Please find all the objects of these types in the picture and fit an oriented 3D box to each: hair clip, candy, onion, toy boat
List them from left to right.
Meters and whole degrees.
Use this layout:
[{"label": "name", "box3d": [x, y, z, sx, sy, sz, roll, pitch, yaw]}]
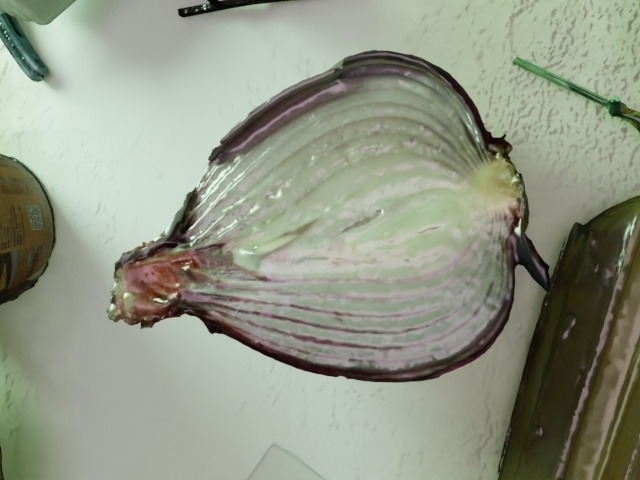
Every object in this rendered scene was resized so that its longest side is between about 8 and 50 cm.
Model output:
[{"label": "hair clip", "box3d": [-0.346, -0.296, 0.711, 0.083, 0.048, 0.275, -15, 95, 8]}, {"label": "onion", "box3d": [0.000, 0.000, 0.601, 0.348, 0.159, 0.267, -12, 79, 9]}, {"label": "candy", "box3d": [0.264, -0.120, 0.608, 0.201, 0.060, 0.060, 30, 98, 15]}, {"label": "toy boat", "box3d": [0.257, 0.155, 0.580, 0.162, 0.136, 0.446, 14, 95, 4]}]

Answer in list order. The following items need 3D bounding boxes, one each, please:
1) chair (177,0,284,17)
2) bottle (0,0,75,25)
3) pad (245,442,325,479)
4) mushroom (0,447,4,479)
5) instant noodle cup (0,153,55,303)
[{"label": "chair", "box3d": [-0.050, -0.268, 0.624, 0.212, 0.101, 0.084, -4, 93, 11]}, {"label": "bottle", "box3d": [-0.250, -0.287, 0.643, 0.245, 0.104, 0.104, -39, 86, 2]}, {"label": "pad", "box3d": [-0.047, 0.342, 0.705, 0.156, 0.004, 0.232, 33, 98, 7]}, {"label": "mushroom", "box3d": [-0.479, 0.254, 0.652, 0.352, 0.260, 0.352, 0, 90, 3]}, {"label": "instant noodle cup", "box3d": [-0.386, -0.007, 0.645, 0.217, 0.207, 0.218, 1, 94, 11]}]
